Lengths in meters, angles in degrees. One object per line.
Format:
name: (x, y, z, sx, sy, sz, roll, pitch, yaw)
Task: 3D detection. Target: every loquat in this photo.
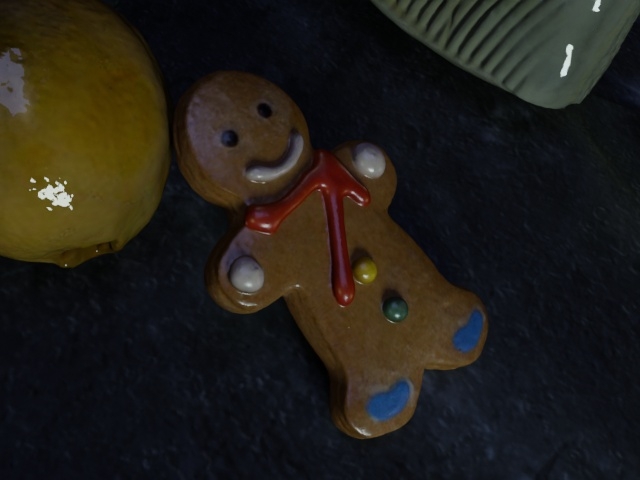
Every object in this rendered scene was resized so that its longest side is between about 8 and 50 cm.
loquat: (-0.225, -0.093, 0.728, 0.238, 0.193, 0.239, 13, 69, -38)

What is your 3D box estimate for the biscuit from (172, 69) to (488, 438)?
biscuit: (0.002, -0.001, 0.741, 0.205, 0.049, 0.324, -37, 93, -32)

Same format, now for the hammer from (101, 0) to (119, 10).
hammer: (-0.359, -0.284, 0.899, 0.206, 0.119, 0.335, -30, 60, -31)

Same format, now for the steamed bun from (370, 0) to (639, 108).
steamed bun: (0.183, -0.332, 0.993, 0.383, 0.247, 0.236, 40, 35, 15)
